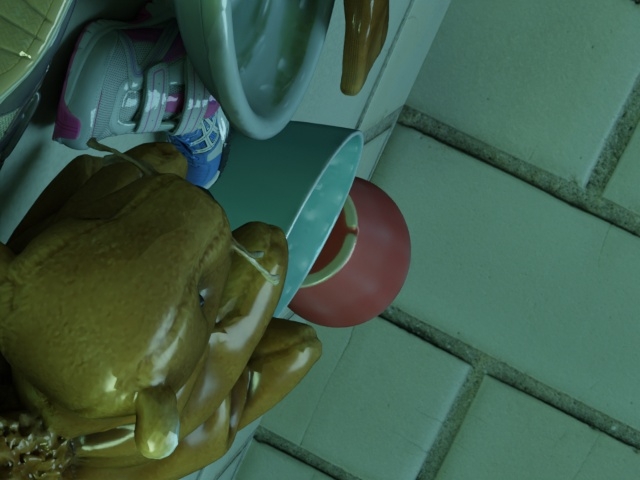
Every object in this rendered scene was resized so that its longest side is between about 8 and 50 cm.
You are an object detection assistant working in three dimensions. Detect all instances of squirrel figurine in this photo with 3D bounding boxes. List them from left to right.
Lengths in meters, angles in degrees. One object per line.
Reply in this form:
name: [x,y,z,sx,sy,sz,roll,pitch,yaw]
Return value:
squirrel figurine: [-0.188,0.105,0.867,0.397,0.281,0.370,-44,-177,-10]

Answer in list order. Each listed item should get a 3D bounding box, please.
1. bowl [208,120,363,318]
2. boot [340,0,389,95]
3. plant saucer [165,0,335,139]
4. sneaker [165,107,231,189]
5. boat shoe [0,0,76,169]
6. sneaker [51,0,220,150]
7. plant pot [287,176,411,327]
bowl: [-0.083,-0.042,1.618,0.311,0.163,0.311,-61,171,-16]
boot: [0.030,-0.253,1.112,0.280,0.096,0.264,99,1,-46]
plant saucer: [-0.061,-0.290,1.015,0.400,0.101,0.400,11,90,-78]
sneaker: [-0.146,-0.132,1.297,0.081,0.080,0.211,-47,154,-40]
boat shoe: [-0.234,-0.100,0.773,0.285,0.103,0.092,-60,177,9]
sneaker: [-0.148,-0.146,1.077,0.252,0.111,0.103,-51,166,-53]
plant pot: [0.000,0.000,1.993,0.275,0.275,0.243,-63,162,-2]
